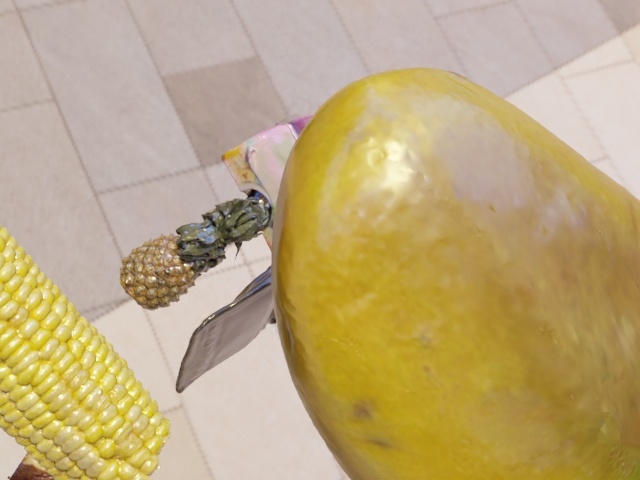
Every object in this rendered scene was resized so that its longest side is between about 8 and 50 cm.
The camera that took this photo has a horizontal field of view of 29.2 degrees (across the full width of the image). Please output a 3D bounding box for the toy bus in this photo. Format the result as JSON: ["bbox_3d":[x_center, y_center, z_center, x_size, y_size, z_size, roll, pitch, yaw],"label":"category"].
[{"bbox_3d":[0.000,0.000,1.360,0.274,0.112,0.090,61,31,-1],"label":"toy bus"}]

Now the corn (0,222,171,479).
[{"bbox_3d":[-0.195,0.071,0.798,0.244,0.093,0.093,52,55,-18],"label":"corn"}]

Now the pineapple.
[{"bbox_3d":[-0.124,0.009,1.228,0.074,0.159,0.074,48,21,-25],"label":"pineapple"}]

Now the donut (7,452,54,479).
[{"bbox_3d":[-0.388,0.320,1.785,0.073,0.166,0.184,33,81,3],"label":"donut"}]

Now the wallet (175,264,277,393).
[{"bbox_3d":[-0.059,0.072,1.617,0.323,0.247,0.041,-35,79,-27],"label":"wallet"}]

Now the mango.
[{"bbox_3d":[0.106,0.052,0.732,0.253,0.182,0.365,-50,127,-19],"label":"mango"}]
